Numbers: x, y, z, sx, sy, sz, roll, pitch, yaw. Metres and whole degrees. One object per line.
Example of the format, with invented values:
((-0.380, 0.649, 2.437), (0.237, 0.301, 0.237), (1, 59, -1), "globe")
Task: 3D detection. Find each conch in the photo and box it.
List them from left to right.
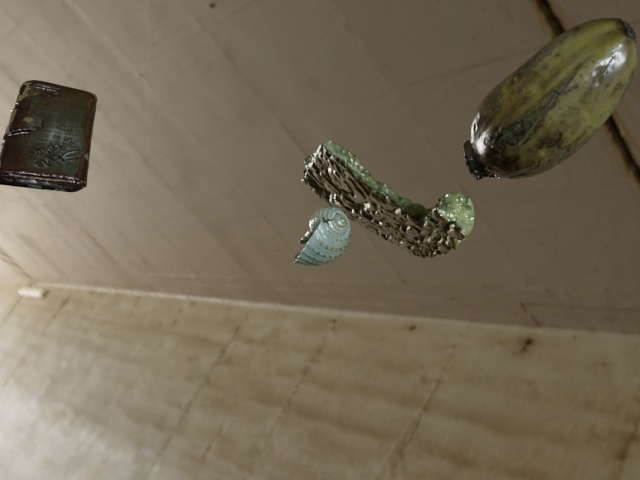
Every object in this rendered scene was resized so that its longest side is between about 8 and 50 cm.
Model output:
((0.004, 0.001, 0.900), (0.056, 0.076, 0.085), (30, -42, 1), "conch")

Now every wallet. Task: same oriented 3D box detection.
((-0.395, -0.158, 1.098), (0.121, 0.232, 0.031), (7, -47, -17), "wallet")

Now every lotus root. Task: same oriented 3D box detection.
((0.201, -0.117, 0.657), (0.080, 0.179, 0.089), (22, 34, -48), "lotus root")

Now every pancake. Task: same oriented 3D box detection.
((0.068, -0.066, 0.976), (0.376, 0.054, 0.197), (26, -17, 50), "pancake")
